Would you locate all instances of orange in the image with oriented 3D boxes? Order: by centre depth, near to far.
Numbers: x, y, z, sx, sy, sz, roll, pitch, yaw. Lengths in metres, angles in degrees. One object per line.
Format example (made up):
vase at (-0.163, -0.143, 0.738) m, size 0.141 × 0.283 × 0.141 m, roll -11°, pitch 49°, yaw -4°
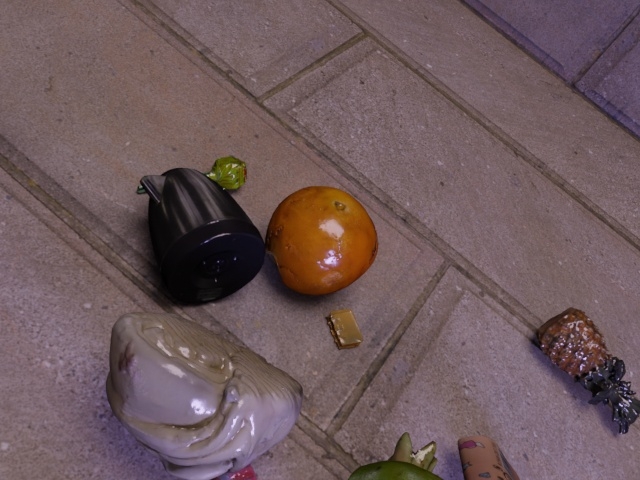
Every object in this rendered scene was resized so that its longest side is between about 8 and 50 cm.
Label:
orange at (0.000, 0.000, 1.495) m, size 0.240 × 0.240 × 0.240 m, roll 16°, pitch 47°, yaw -18°

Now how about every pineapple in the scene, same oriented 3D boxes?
pineapple at (0.660, 0.320, 1.686) m, size 0.170 × 0.141 × 0.310 m, roll -27°, pitch 77°, yaw -47°

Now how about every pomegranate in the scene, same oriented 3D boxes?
pomegranate at (0.139, 0.475, 1.166) m, size 0.260 × 0.260 × 0.340 m, roll 31°, pitch 41°, yaw -5°

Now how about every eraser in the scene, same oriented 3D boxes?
eraser at (0.324, 0.475, 1.262) m, size 0.171 × 0.087 × 0.290 m, roll 54°, pitch 9°, yaw -2°

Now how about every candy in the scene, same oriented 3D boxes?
candy at (-0.285, -0.137, 1.560) m, size 0.262 × 0.073 × 0.077 m, roll -16°, pitch 44°, yaw -31°

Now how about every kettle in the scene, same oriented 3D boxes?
kettle at (-0.236, -0.042, 1.405) m, size 0.251 × 0.207 × 0.271 m, roll -13°, pitch 53°, yaw -30°

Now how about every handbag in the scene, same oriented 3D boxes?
handbag at (0.052, 0.190, 1.498) m, size 0.061 × 0.027 × 0.083 m, roll -1°, pitch 55°, yaw -32°

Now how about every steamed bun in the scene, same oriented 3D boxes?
steamed bun at (-0.202, 0.266, 1.115) m, size 0.310 × 0.219 × 0.324 m, roll 28°, pitch 1°, yaw 5°

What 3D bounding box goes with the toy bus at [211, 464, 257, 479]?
toy bus at (-0.113, 0.461, 1.135) m, size 0.065 × 0.077 × 0.192 m, roll -7°, pitch 58°, yaw -37°
